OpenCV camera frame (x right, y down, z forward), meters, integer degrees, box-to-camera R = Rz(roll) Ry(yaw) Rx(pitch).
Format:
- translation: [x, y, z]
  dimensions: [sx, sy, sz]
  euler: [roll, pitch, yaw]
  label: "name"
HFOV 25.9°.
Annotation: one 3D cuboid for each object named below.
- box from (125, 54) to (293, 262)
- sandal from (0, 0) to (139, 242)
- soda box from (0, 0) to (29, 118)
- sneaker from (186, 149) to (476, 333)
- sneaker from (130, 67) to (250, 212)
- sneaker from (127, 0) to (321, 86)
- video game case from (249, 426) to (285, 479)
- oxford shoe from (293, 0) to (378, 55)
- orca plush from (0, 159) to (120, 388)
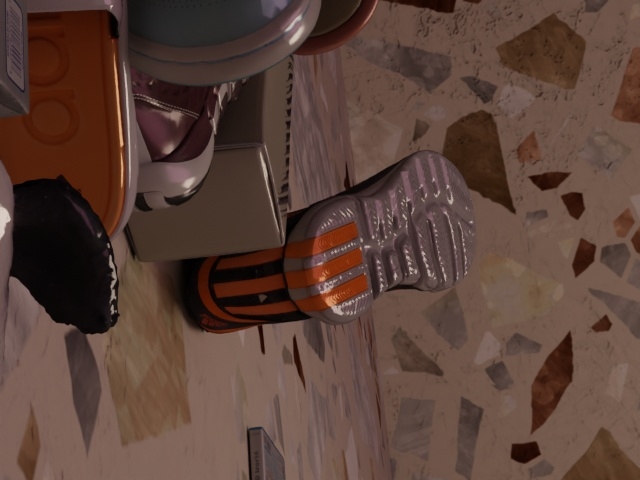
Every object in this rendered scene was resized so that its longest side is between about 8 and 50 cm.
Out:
- translation: [-0.081, -0.109, 1.030]
  dimensions: [0.275, 0.113, 0.094]
  euler: [-87, 169, -50]
  label: "box"
- translation: [-0.131, -0.101, 0.621]
  dimensions: [0.076, 0.102, 0.265]
  euler: [-89, 172, -64]
  label: "sandal"
- translation: [-0.161, -0.180, 0.468]
  dimensions: [0.091, 0.098, 0.286]
  euler: [59, 24, -71]
  label: "soda box"
- translation: [0.000, 0.000, 1.180]
  dimensions: [0.321, 0.180, 0.124]
  euler: [-13, 94, -57]
  label: "sneaker"
- translation: [-0.109, -0.155, 0.879]
  dimensions: [0.281, 0.106, 0.162]
  euler: [-87, 165, -53]
  label: "sneaker"
- translation: [-0.111, -0.230, 0.686]
  dimensions: [0.319, 0.127, 0.208]
  euler: [57, -8, 38]
  label: "sneaker"
- translation: [-0.046, 0.271, 1.308]
  dimensions: [0.119, 0.015, 0.166]
  euler: [70, 14, -65]
  label: "video game case"
- translation: [-0.064, -0.288, 0.938]
  dimensions: [0.146, 0.140, 0.397]
  euler: [80, -13, -76]
  label: "oxford shoe"
- translation: [-0.140, 0.029, 0.422]
  dimensions: [0.102, 0.151, 0.287]
  euler: [45, -19, 43]
  label: "orca plush"
